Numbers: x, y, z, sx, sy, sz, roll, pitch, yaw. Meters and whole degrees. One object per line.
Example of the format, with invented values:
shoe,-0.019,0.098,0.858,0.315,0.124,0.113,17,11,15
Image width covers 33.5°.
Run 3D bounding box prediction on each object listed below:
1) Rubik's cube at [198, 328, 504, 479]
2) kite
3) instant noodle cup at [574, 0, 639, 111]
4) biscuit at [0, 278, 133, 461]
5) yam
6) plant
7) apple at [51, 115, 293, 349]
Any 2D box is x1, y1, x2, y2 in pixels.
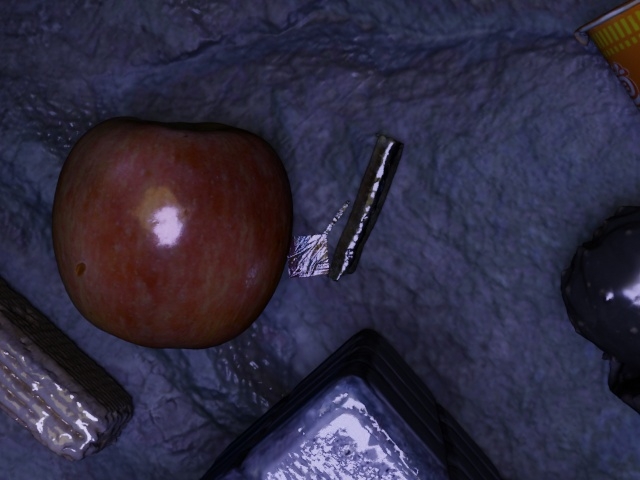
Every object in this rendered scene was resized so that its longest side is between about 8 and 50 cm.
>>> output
Rubik's cube,0.014,0.299,0.733,0.337,0.344,0.343,-41,86,4
kite,-0.006,-0.002,0.914,0.044,0.002,0.078,16,91,6
instant noodle cup,0.313,-0.122,0.820,0.168,0.168,0.185,-28,93,4
biscuit,-0.262,0.086,0.883,0.239,0.108,0.062,40,90,5
yam,0.037,-0.026,0.901,0.027,0.033,0.129,20,95,-21
plant,0.294,0.085,0.803,0.256,0.164,0.142,42,94,4
apple,-0.115,-0.007,0.836,0.188,0.188,0.173,10,99,6
